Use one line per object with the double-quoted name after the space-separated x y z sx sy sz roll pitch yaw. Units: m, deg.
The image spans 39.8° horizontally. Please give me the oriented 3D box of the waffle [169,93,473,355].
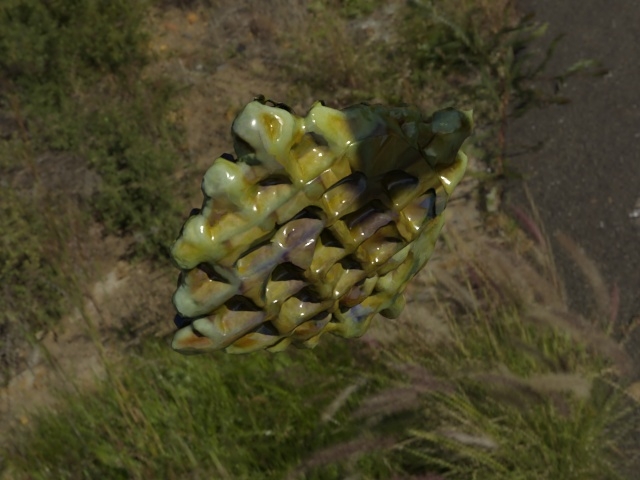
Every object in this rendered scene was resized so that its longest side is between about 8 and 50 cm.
0.001 0.002 0.594 0.223 0.204 0.054 -4 42 -36 "waffle"
